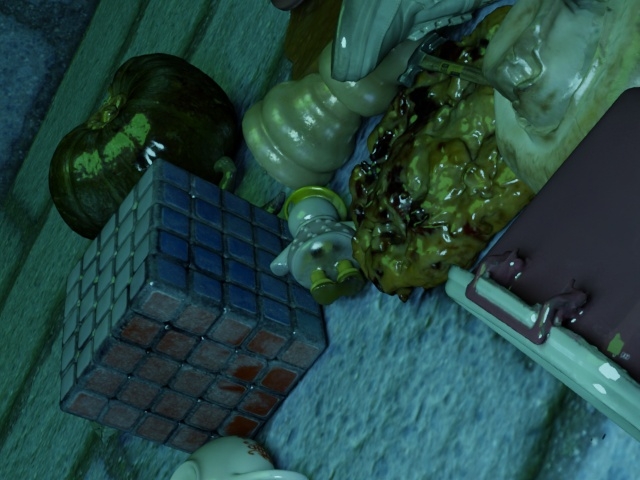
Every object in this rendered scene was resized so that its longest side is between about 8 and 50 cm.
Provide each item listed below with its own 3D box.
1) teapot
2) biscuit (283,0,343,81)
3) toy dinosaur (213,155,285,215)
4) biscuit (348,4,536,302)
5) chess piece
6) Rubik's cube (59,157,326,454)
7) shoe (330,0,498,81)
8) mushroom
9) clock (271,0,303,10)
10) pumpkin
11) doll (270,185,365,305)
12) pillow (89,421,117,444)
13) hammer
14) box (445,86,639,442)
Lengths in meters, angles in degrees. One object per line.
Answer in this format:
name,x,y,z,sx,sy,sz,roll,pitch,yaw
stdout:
teapot,-0.104,0.292,1.369,0.245,0.116,0.159,-24,36,47
biscuit,0.069,-0.380,1.659,0.365,0.062,0.385,-40,33,46
toy dinosaur,-0.135,0.023,1.692,0.162,0.077,0.294,-111,36,-52
biscuit,0.131,-0.100,1.273,0.334,0.081,0.289,-53,29,21
chess piece,0.033,-0.187,1.490,0.261,0.143,0.143,-44,32,30
Rubik's cube,-0.156,0.086,1.480,0.238,0.237,0.237,-50,28,29
shoe,0.130,-0.279,1.346,0.124,0.159,0.316,97,-163,-65
mushroom,0.237,-0.137,0.984,0.255,0.184,0.255,-54,13,19
clock,-0.004,-0.433,1.724,0.244,0.056,0.244,-46,31,39
pumpkin,-0.236,-0.125,1.891,0.232,0.242,0.325,16,68,44
doll,0.000,0.000,1.430,0.129,0.081,0.207,-23,31,3
pillow,-0.283,0.122,1.771,0.283,0.138,0.310,110,173,-65
hammer,0.139,-0.171,1.230,0.062,0.017,0.182,-61,30,0
box,0.239,0.055,0.695,0.167,0.294,0.193,-52,26,2
